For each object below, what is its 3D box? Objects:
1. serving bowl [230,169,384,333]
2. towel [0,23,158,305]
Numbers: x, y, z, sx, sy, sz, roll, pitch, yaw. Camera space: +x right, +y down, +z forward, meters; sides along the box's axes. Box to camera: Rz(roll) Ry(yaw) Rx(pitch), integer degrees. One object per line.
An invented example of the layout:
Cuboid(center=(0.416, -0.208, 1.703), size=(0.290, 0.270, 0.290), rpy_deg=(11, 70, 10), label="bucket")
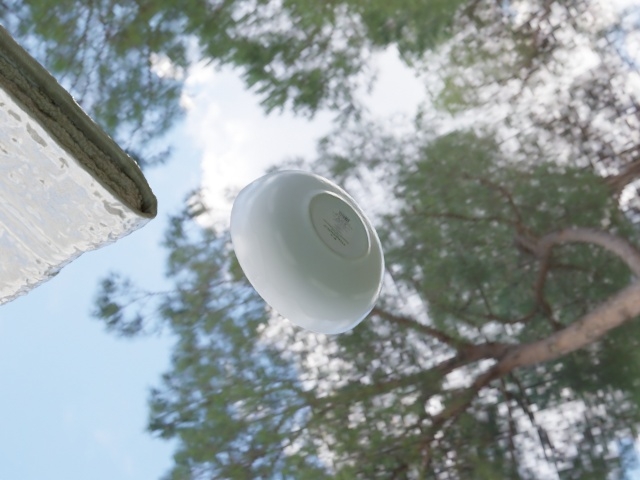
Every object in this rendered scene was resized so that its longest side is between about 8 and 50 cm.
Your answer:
Cuboid(center=(0.000, 0.000, 0.505), size=(0.083, 0.027, 0.083), rpy_deg=(28, -137, -29), label="serving bowl")
Cuboid(center=(-0.263, -0.080, 0.740), size=(0.282, 0.187, 0.049), rpy_deg=(47, -142, -22), label="towel")
